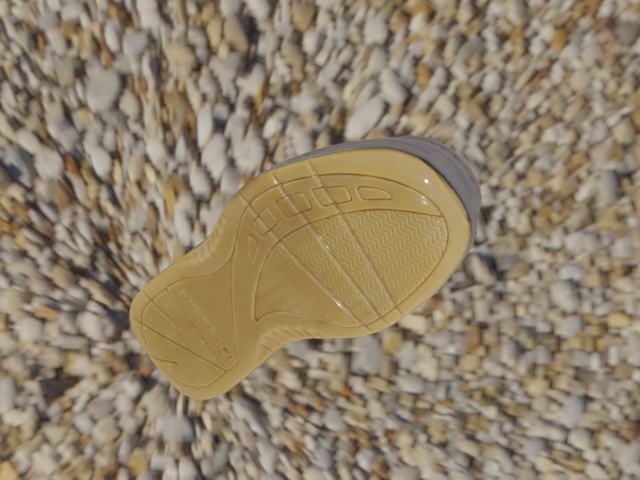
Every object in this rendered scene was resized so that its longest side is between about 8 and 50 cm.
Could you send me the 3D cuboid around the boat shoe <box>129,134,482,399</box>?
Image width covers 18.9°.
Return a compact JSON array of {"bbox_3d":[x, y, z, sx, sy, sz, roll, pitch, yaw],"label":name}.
[{"bbox_3d":[0.000,0.000,1.013,0.096,0.277,0.098,-37,96,-38],"label":"boat shoe"}]
